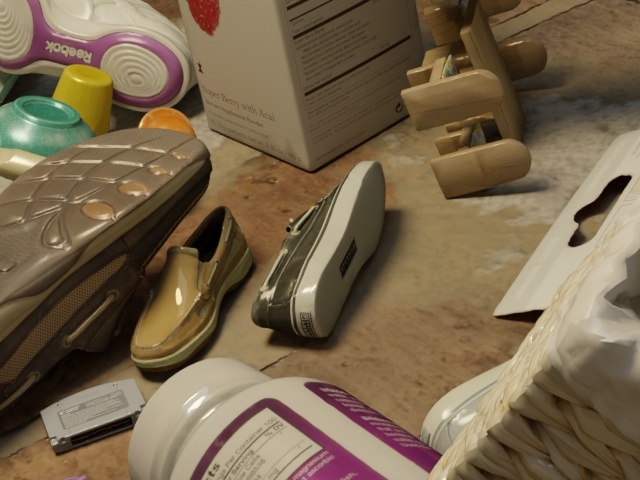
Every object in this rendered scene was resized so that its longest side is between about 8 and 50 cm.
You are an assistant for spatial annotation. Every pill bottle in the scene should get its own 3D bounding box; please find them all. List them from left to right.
[{"bbox_3d":[0.004,0.190,1.132,0.169,0.169,0.301,-29,36,-26],"label":"pill bottle"}]

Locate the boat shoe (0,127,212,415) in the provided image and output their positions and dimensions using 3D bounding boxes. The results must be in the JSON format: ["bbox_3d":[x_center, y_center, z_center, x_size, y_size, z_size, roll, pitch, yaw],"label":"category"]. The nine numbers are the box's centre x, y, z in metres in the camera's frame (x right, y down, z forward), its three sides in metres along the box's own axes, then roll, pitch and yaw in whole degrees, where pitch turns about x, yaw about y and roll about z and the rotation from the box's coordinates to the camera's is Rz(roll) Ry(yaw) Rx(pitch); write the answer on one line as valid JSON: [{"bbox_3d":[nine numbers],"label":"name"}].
[{"bbox_3d":[-0.231,0.033,1.489,0.355,0.130,0.132,-39,47,-26],"label":"boat shoe"}]

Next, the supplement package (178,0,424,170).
[{"bbox_3d":[-0.028,-0.251,1.723,0.175,0.293,0.177,-31,36,-29],"label":"supplement package"}]

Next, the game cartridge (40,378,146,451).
[{"bbox_3d":[-0.185,0.141,1.418,0.083,0.017,0.056,-19,36,-11],"label":"game cartridge"}]

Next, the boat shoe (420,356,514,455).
[{"bbox_3d":[0.185,0.115,1.286,0.227,0.079,0.081,-30,42,-17],"label":"boat shoe"}]

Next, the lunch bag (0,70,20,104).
[{"bbox_3d":[-0.461,-0.208,1.937,0.262,0.160,0.223,8,30,5],"label":"lunch bag"}]

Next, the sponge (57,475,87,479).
[{"bbox_3d":[-0.255,0.237,1.211,0.117,0.031,0.210,-16,17,34],"label":"sponge"}]

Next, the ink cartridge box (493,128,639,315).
[{"bbox_3d":[0.375,-0.010,1.439,0.385,0.091,0.308,-9,28,38],"label":"ink cartridge box"}]

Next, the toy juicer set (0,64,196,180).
[{"bbox_3d":[-0.243,-0.073,1.671,0.209,0.089,0.329,25,23,17],"label":"toy juicer set"}]

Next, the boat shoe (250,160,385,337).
[{"bbox_3d":[0.000,0.000,1.520,0.070,0.078,0.219,3,37,22],"label":"boat shoe"}]

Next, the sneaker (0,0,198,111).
[{"bbox_3d":[-0.268,-0.227,1.894,0.305,0.114,0.152,26,20,7],"label":"sneaker"}]

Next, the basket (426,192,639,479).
[{"bbox_3d":[0.260,0.115,0.945,0.331,0.266,0.328,40,46,2],"label":"basket"}]

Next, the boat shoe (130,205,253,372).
[{"bbox_3d":[-0.119,0.036,1.507,0.068,0.072,0.190,1,34,20],"label":"boat shoe"}]

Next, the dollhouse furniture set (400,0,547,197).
[{"bbox_3d":[0.166,-0.203,1.622,0.161,0.242,0.212,-14,29,21],"label":"dollhouse furniture set"}]
